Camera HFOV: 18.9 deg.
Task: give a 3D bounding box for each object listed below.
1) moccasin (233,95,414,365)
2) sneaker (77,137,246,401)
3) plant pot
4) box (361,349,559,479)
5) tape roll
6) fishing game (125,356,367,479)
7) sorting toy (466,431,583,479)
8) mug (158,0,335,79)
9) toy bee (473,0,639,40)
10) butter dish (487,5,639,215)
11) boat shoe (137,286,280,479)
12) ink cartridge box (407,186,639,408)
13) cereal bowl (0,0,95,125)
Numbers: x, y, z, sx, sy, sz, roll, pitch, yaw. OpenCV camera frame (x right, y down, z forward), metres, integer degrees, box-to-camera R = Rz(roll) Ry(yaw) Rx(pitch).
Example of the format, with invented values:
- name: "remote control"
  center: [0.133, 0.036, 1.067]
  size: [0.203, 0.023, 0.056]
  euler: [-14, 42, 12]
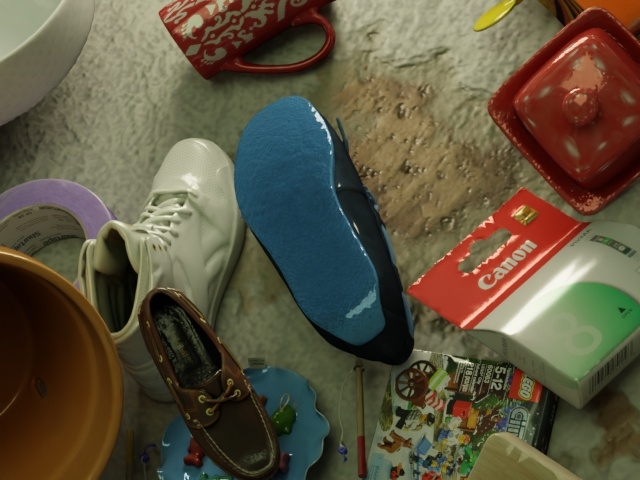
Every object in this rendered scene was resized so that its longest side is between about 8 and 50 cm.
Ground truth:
- name: "moccasin"
  center: [0.000, 0.000, 1.912]
  size: [0.137, 0.117, 0.342]
  euler: [-31, 45, 15]
- name: "sneaker"
  center: [-0.160, -0.003, 1.944]
  size: [0.108, 0.169, 0.293]
  euler: [-4, 62, 20]
- name: "plant pot"
  center: [-0.350, 0.131, 1.822]
  size: [0.291, 0.291, 0.203]
  euler: [-44, 21, -6]
- name: "box"
  center: [0.122, 0.222, 1.795]
  size: [0.159, 0.044, 0.233]
  euler: [6, 66, 23]
- name: "tape roll"
  center: [-0.287, 0.035, 2.023]
  size: [0.189, 0.080, 0.189]
  euler: [-9, 61, 17]
- name: "fishing game"
  center: [-0.079, 0.192, 1.868]
  size: [0.264, 0.041, 0.189]
  euler: [-15, 47, 18]
- name: "sorting toy"
  center: [0.181, 0.336, 1.622]
  size: [0.257, 0.089, 0.255]
  euler: [32, 105, 29]
- name: "mug"
  center: [-0.075, -0.247, 2.077]
  size: [0.169, 0.113, 0.150]
  euler: [-34, 56, 4]
- name: "toy bee"
  center: [0.227, -0.311, 1.994]
  size: [0.195, 0.162, 0.298]
  euler: [-19, 81, -4]
- name: "butter dish"
  center: [0.257, -0.127, 1.852]
  size: [0.160, 0.118, 0.160]
  euler: [-42, 82, 11]
- name: "boat shoe"
  center: [-0.107, 0.135, 1.794]
  size: [0.073, 0.073, 0.207]
  euler: [-34, 82, -11]
- name: "ink cartridge box"
  center: [0.220, 0.037, 1.826]
  size: [0.181, 0.056, 0.224]
  euler: [-40, 57, -24]
- name: "cereal bowl"
  center: [-0.402, -0.228, 2.145]
  size: [0.339, 0.141, 0.339]
  euler: [-11, 46, 12]
